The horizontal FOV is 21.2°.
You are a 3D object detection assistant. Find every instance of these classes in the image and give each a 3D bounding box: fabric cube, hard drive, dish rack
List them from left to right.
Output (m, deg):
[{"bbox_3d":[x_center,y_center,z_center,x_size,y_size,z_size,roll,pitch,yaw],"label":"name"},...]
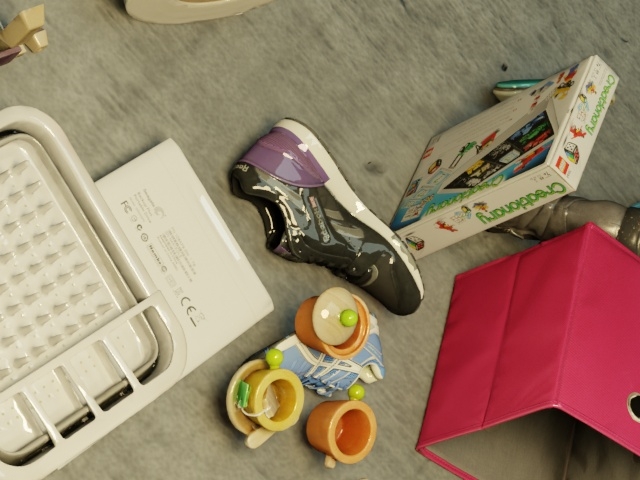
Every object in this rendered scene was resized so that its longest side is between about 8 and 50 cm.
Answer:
[{"bbox_3d":[-0.311,0.055,1.713,0.285,0.072,0.333,-34,97,-41],"label":"dish rack"},{"bbox_3d":[-0.228,0.063,1.859,0.353,0.047,0.233,-36,98,-42],"label":"hard drive"},{"bbox_3d":[0.313,0.175,2.123,0.254,0.259,0.258,33,55,-25],"label":"fabric cube"}]

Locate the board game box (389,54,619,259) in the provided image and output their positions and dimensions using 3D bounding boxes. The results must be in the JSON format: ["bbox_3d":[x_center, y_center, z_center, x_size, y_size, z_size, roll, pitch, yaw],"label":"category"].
[{"bbox_3d":[0.219,-0.097,2.114,0.053,0.305,0.193,41,53,-20],"label":"board game box"}]

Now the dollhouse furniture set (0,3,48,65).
[{"bbox_3d":[-0.328,-0.251,1.850,0.091,0.114,0.081,-27,88,-40],"label":"dollhouse furniture set"}]

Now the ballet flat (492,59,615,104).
[{"bbox_3d":[0.334,-0.198,2.407,0.248,0.086,0.086,-17,85,-43],"label":"ballet flat"}]

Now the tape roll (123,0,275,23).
[{"bbox_3d":[-0.126,-0.371,1.973,0.246,0.246,0.169,-8,80,-41],"label":"tape roll"}]

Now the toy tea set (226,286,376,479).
[{"bbox_3d":[0.006,0.222,1.886,0.200,0.124,0.336,-11,101,-39],"label":"toy tea set"}]

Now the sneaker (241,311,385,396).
[{"bbox_3d":[-0.001,0.141,1.995,0.211,0.080,0.081,-12,79,-40],"label":"sneaker"}]

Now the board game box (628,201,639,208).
[{"bbox_3d":[0.538,0.110,2.299,0.050,0.390,0.390,-22,88,-1],"label":"board game box"}]

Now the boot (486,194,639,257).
[{"bbox_3d":[0.331,-0.002,2.276,0.222,0.338,0.118,18,73,15],"label":"boot"}]

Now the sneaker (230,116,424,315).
[{"bbox_3d":[0.000,0.000,2.054,0.124,0.107,0.283,-44,100,-25],"label":"sneaker"}]
